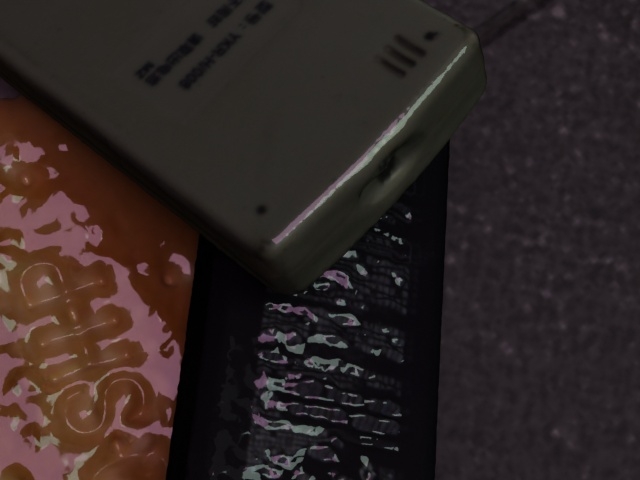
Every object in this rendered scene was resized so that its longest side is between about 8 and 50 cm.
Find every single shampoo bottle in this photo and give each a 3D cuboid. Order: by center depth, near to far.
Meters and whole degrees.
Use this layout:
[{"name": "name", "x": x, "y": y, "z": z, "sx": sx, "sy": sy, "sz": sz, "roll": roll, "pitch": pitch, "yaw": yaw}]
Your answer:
[{"name": "shampoo bottle", "x": 0.001, "y": 0.000, "z": 0.532, "sx": 0.098, "sy": 0.071, "sz": 0.309, "roll": 13, "pitch": 63, "yaw": -15}]

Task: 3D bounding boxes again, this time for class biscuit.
[{"name": "biscuit", "x": -0.091, "y": 0.050, "z": 0.545, "sx": 0.160, "sy": 0.030, "sz": 0.249, "roll": -17, "pitch": 79, "yaw": -16}]

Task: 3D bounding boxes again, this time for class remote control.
[{"name": "remote control", "x": -0.073, "y": -0.096, "z": 0.531, "sx": 0.285, "sy": 0.038, "sz": 0.123, "roll": 34, "pitch": 75, "yaw": 29}]
